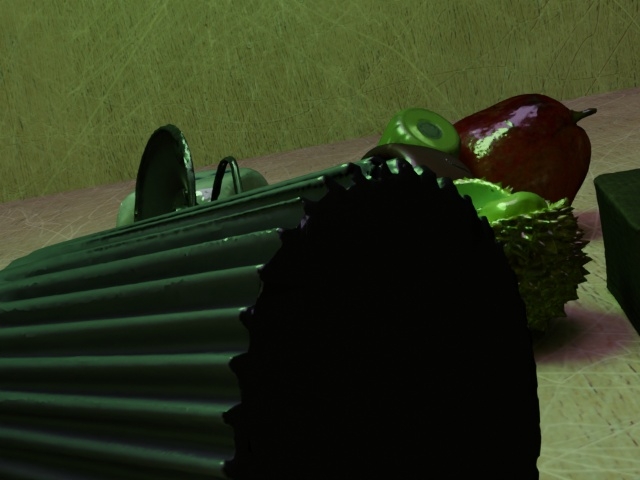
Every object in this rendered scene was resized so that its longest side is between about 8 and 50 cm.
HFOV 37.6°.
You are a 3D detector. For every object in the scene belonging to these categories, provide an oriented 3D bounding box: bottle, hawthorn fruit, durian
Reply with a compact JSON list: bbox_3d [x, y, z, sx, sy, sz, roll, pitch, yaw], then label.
[{"bbox_3d":[0.108,-0.066,1.380,0.112,0.260,0.112,14,42,-13],"label":"bottle"},{"bbox_3d":[0.301,-0.120,1.414,0.261,0.224,0.224,-48,7,11],"label":"hawthorn fruit"},{"bbox_3d":[0.175,0.025,1.040,0.200,0.176,0.237,-9,13,-43],"label":"durian"}]

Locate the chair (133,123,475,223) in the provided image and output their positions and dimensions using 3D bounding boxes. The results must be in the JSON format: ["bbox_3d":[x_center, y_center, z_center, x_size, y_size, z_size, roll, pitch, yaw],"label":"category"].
[{"bbox_3d":[-0.013,-0.023,1.192,0.401,0.226,0.226,1,6,-26],"label":"chair"}]

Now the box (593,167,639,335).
[{"bbox_3d":[0.410,0.007,1.001,0.184,0.143,0.273,-9,14,8],"label":"box"}]

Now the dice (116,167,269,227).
[{"bbox_3d":[-0.175,0.000,1.402,0.193,0.194,0.192,-3,15,25],"label":"dice"}]

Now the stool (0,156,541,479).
[{"bbox_3d":[-0.069,0.114,0.621,0.330,0.297,0.297,-7,12,40],"label":"stool"}]
